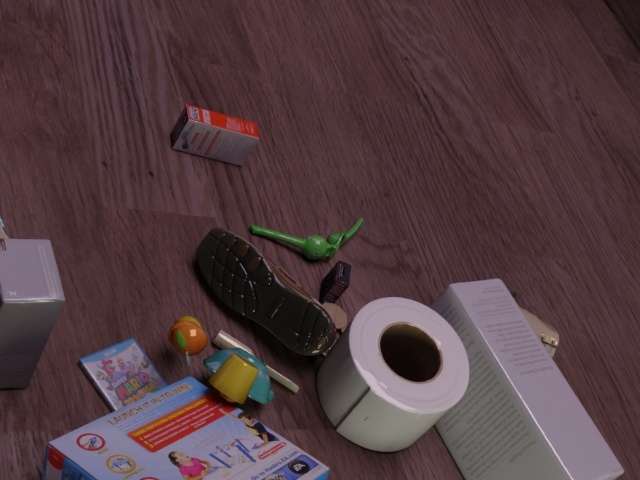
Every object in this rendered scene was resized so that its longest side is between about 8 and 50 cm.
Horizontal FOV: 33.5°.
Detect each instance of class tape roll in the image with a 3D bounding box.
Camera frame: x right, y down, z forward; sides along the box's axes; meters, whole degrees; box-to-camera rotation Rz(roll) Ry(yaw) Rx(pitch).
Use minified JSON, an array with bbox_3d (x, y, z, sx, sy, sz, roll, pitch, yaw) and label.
[{"bbox_3d":[0.135,0.251,1.994,0.246,0.169,0.246,14,50,-17],"label":"tape roll"}]

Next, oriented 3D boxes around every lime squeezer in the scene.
[{"bbox_3d":[0.000,0.000,2.283,0.310,0.059,0.110,-6,25,-39],"label":"lime squeezer"}]

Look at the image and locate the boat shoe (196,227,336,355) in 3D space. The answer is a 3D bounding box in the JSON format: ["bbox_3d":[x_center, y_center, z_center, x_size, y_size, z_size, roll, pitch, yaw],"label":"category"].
[{"bbox_3d":[-0.102,0.105,2.053,0.324,0.122,0.120,42,6,11],"label":"boat shoe"}]

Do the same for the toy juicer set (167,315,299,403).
[{"bbox_3d":[-0.172,0.219,1.859,0.209,0.089,0.329,33,-2,17],"label":"toy juicer set"}]

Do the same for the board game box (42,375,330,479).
[{"bbox_3d":[-0.199,0.356,1.596,0.302,0.086,0.308,28,29,29],"label":"board game box"}]

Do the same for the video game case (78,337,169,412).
[{"bbox_3d":[-0.319,0.249,1.805,0.119,0.015,0.166,-21,65,-47],"label":"video game case"}]

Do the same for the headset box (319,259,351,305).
[{"bbox_3d":[0.032,0.086,2.181,0.032,0.083,0.062,25,41,-15],"label":"headset box"}]

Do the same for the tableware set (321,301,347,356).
[{"bbox_3d":[0.058,0.199,2.138,0.168,0.020,0.141,26,39,-14],"label":"tableware set"}]

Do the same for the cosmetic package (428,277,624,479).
[{"bbox_3d":[0.353,0.322,2.069,0.161,0.230,0.453,-4,54,-39],"label":"cosmetic package"}]

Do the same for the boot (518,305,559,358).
[{"bbox_3d":[0.429,0.212,2.326,0.203,0.095,0.262,32,20,-9],"label":"boot"}]

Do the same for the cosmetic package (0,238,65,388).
[{"bbox_3d":[-0.481,0.116,1.639,0.107,0.238,0.127,3,50,-35],"label":"cosmetic package"}]

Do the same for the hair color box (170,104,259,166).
[{"bbox_3d":[-0.228,-0.225,2.292,0.167,0.093,0.053,12,44,-28],"label":"hair color box"}]

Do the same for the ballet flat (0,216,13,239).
[{"bbox_3d":[-0.561,0.012,1.824,0.086,0.086,0.248,-14,59,-44],"label":"ballet flat"}]
